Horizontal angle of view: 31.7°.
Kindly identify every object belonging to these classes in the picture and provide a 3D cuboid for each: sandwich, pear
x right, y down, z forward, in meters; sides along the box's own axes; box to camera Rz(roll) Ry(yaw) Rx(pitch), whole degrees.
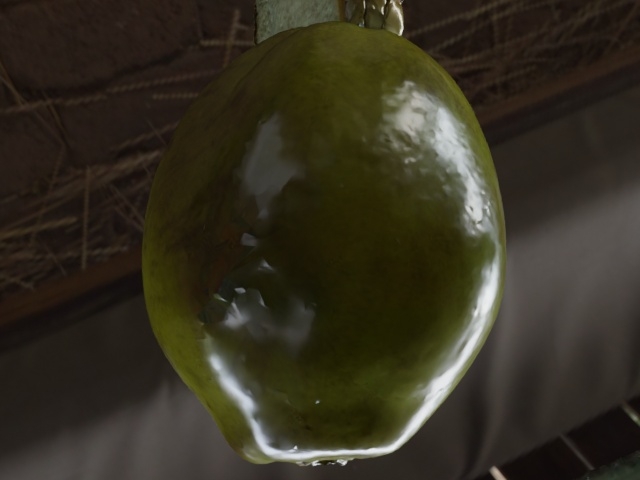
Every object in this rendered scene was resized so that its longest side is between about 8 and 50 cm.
[{"bbox_3d":[0.001,-0.302,1.369,0.099,0.301,0.271,7,157,-27],"label":"sandwich"},{"bbox_3d":[0.000,0.000,0.806,0.269,0.269,0.321,14,80,-37],"label":"pear"}]

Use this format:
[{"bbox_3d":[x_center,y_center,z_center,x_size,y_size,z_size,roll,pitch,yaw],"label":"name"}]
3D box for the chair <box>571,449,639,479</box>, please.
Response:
[{"bbox_3d":[0.147,0.060,0.240,0.190,0.203,0.275,1,119,-44],"label":"chair"}]
